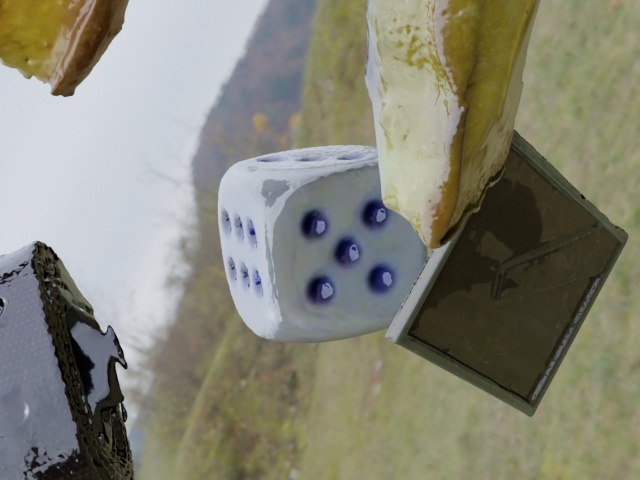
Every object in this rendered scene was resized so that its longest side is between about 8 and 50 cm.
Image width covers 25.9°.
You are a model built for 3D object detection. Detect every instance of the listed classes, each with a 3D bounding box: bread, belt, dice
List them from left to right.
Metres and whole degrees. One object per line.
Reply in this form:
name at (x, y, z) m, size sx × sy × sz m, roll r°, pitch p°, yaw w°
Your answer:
belt at (-0.258, 0.143, 1.319) m, size 0.184 × 0.164 × 0.289 m, roll 60°, pitch -171°, yaw -65°
bread at (-0.260, -0.327, 1.373) m, size 0.179 × 0.194 × 0.340 m, roll -50°, pitch 29°, yaw 47°
dice at (0.000, 0.000, 1.548) m, size 0.193 × 0.192 × 0.194 m, roll -150°, pitch 50°, yaw -68°
bread at (0.078, -0.127, 0.757) m, size 0.161 × 0.088 × 0.233 m, roll -56°, pitch -21°, yaw -65°

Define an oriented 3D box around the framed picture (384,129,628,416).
framed picture at (0.213, 0.045, 1.511) m, size 0.335 × 0.022 × 0.247 m, roll 31°, pitch -93°, yaw -53°
